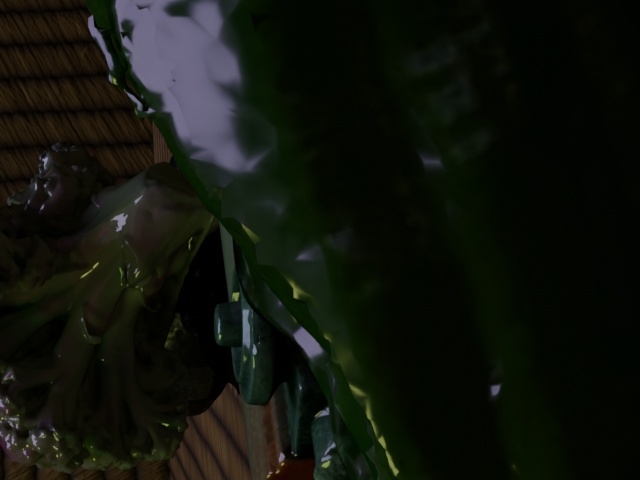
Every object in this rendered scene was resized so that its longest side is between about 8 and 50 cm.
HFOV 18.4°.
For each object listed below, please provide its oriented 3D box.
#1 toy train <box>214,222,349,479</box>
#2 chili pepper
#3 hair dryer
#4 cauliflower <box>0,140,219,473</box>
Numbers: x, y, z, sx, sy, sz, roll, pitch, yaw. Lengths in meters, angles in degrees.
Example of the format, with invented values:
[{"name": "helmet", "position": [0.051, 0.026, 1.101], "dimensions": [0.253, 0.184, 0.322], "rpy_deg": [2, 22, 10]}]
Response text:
[{"name": "toy train", "position": [0.000, 0.000, 0.877], "dimensions": [0.177, 0.116, 0.285], "rpy_deg": [97, 165, -53]}, {"name": "chili pepper", "position": [0.026, -0.068, 0.548], "dimensions": [0.213, 0.168, 0.384], "rpy_deg": [-44, -60, -81]}, {"name": "hair dryer", "position": [-0.054, 0.043, 1.468], "dimensions": [0.359, 0.120, 0.303], "rpy_deg": [-129, 49, -59]}, {"name": "cauliflower", "position": [-0.159, 0.020, 1.420], "dimensions": [0.239, 0.315, 0.256], "rpy_deg": [43, -156, -21]}]
